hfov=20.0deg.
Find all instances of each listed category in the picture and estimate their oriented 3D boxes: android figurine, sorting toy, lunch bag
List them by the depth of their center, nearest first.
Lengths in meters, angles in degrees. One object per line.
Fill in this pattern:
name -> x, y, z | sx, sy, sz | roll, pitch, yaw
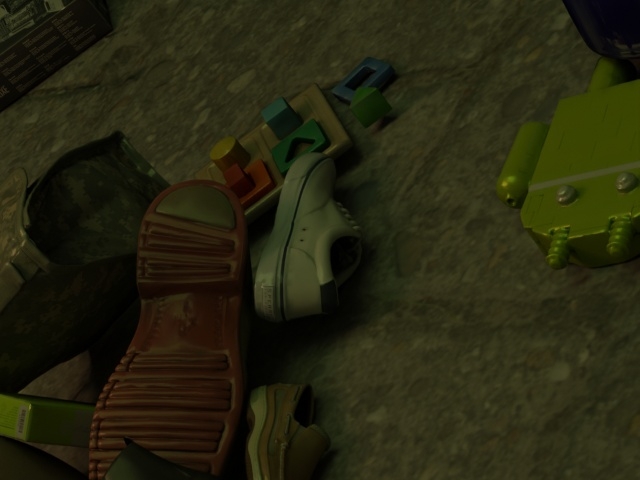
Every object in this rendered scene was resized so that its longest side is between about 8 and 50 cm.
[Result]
android figurine -> 0.276, -0.078, 1.662 | 0.248, 0.056, 0.272 | -10, 40, 39
lunch bag -> -0.295, 0.037, 1.866 | 0.235, 0.169, 0.287 | -47, -5, 27
sorting toy -> -0.064, -0.098, 2.037 | 0.348, 0.047, 0.196 | -37, 27, 6

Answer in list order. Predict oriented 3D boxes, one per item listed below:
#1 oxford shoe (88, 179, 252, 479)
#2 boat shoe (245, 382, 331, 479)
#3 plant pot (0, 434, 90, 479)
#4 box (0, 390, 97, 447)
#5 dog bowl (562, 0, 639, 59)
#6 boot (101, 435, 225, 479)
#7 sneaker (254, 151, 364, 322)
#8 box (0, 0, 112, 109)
oxford shoe -> -0.125, 0.144, 1.763 | 0.141, 0.146, 0.397 | 6, 63, 12
boat shoe -> -0.026, 0.189, 1.642 | 0.072, 0.068, 0.190 | -18, 36, 8
plant pot -> -0.369, 0.291, 1.752 | 0.284, 0.191, 0.284 | -28, 34, 21
box -> -0.245, 0.181, 1.809 | 0.109, 0.178, 0.042 | 6, 86, 49
dog bowl -> 0.353, -0.288, 1.747 | 0.265, 0.104, 0.265 | -24, 24, 12
boot -> -0.164, 0.280, 1.599 | 0.137, 0.077, 0.198 | 24, 60, 19
sneaker -> 0.000, 0.000, 1.842 | 0.091, 0.094, 0.258 | 5, 38, 8
box -> -0.463, -0.302, 2.700 | 0.307, 0.076, 0.242 | -34, 32, 9
